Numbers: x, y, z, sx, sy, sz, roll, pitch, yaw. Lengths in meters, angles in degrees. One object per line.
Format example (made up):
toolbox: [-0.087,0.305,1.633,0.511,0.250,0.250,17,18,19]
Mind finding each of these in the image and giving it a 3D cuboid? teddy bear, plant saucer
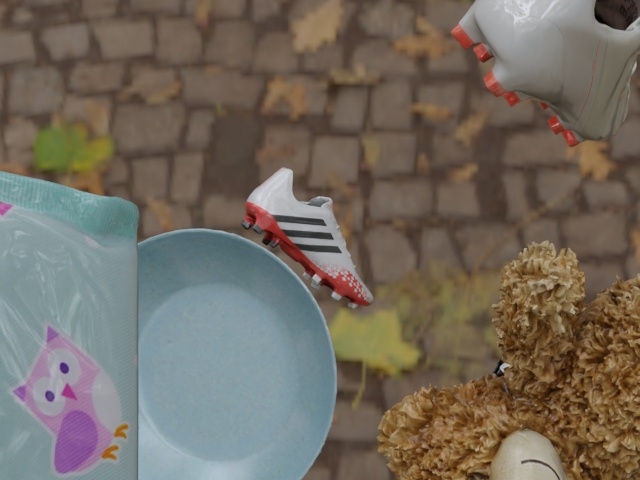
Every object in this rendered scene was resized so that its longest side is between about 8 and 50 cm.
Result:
teddy bear: [0.206,0.089,1.278,0.338,0.245,0.113,-22,40,-13]
plant saucer: [-0.075,0.089,1.322,0.195,0.037,0.195,0,90,20]

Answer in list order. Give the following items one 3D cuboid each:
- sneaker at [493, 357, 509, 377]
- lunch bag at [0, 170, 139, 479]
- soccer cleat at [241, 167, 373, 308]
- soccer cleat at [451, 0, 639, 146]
sneaker: [0.179,0.107,1.791,0.043,0.040,0.109,13,59,-11]
lunch bag: [-0.181,0.106,0.608,0.160,0.262,0.223,16,65,-44]
soccer cleat: [0.000,0.000,0.914,0.036,0.083,0.029,-53,28,-7]
soccer cleat: [0.122,-0.090,0.915,0.076,0.196,0.068,-36,76,14]
